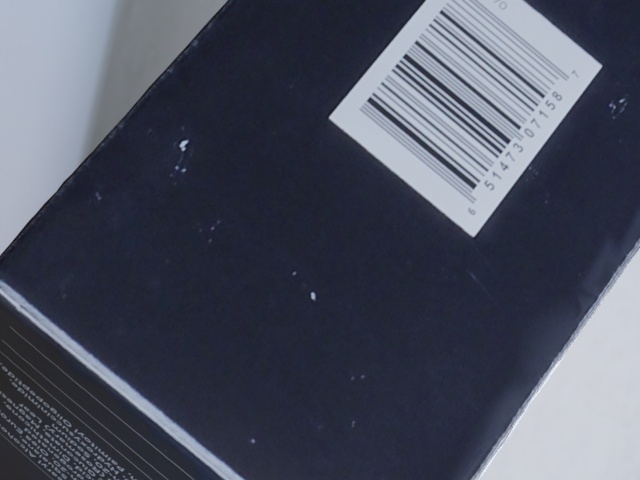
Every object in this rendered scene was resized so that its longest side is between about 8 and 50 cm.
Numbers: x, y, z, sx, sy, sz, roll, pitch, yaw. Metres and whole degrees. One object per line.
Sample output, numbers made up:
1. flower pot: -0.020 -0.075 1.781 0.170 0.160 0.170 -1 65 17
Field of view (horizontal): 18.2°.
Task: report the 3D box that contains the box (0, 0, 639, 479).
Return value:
1. box: 0.000 0.000 0.856 0.179 0.343 0.312 39 153 -1
